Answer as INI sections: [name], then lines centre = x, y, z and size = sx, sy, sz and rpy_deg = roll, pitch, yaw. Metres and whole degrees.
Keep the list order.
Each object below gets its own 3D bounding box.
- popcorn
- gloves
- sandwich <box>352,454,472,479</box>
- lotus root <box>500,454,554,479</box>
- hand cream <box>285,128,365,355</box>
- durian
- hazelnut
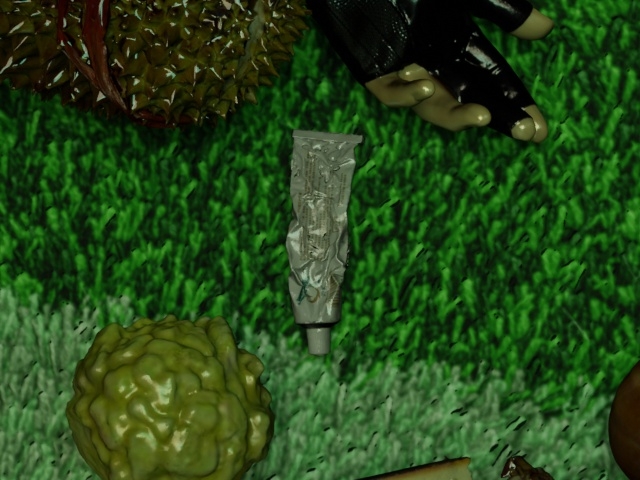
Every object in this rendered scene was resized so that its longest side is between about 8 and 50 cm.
[popcorn]
centre = -0.150, 0.191, 1.480
size = 0.212, 0.259, 0.259
rpy_deg = -30, 80, -14
[gloves]
centre = 0.134, -0.216, 1.534
size = 0.197, 0.152, 0.301
rpy_deg = -44, 80, 6
[sandwich]
centre = 0.072, 0.285, 1.434
size = 0.186, 0.220, 0.108
rpy_deg = -14, 80, 3
[lotus root]
centre = 0.296, 0.358, 1.430
size = 0.342, 0.169, 0.151
rpy_deg = 49, 48, 9
[hand cream]
centre = -0.001, -0.001, 1.570
size = 0.084, 0.050, 0.257
rpy_deg = 2, 79, 9
[durian]
centre = -0.191, -0.274, 1.477
size = 0.384, 0.347, 0.347
rpy_deg = 27, 85, 12
[hazelnut]
centre = 0.383, 0.178, 1.444
size = 0.182, 0.182, 0.182
rpy_deg = -1, 82, 5
